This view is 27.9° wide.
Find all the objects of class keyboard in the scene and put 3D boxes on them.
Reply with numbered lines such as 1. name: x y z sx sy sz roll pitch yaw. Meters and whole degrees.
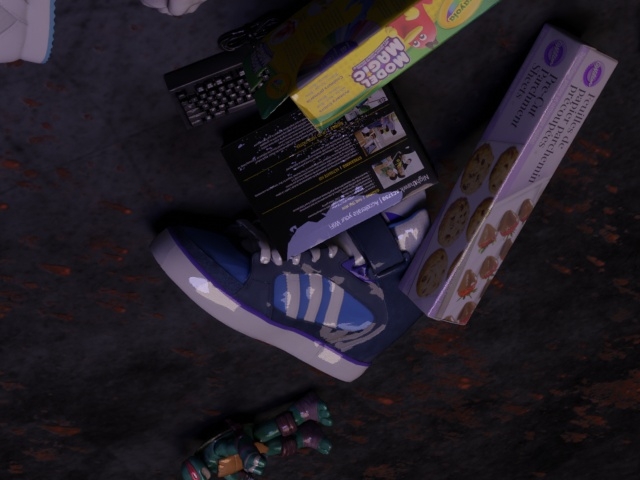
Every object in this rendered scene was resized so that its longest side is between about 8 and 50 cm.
1. keyboard: -0.055 -0.165 1.216 0.180 0.023 0.108 -22 144 0

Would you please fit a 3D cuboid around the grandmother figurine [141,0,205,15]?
1. grandmother figurine: -0.218 -0.243 0.977 0.342 0.104 0.208 6 162 -37

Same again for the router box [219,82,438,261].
1. router box: 0.009 -0.078 1.279 0.179 0.046 0.133 -27 102 9

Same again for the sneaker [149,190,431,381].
1. sneaker: 0.000 0.000 1.402 0.323 0.130 0.236 32 102 -34

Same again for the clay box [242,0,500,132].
1. clay box: 0.038 -0.184 1.123 0.222 0.127 0.053 -36 123 11

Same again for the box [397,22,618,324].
1. box: 0.190 -0.064 1.339 0.063 0.067 0.324 15 111 -41

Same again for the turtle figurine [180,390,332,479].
1. turtle figurine: -0.098 0.291 1.714 0.234 0.118 0.175 -26 162 -20

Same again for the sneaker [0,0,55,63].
1. sneaker: -0.226 -0.209 0.859 0.092 0.087 0.228 -7 137 -19
